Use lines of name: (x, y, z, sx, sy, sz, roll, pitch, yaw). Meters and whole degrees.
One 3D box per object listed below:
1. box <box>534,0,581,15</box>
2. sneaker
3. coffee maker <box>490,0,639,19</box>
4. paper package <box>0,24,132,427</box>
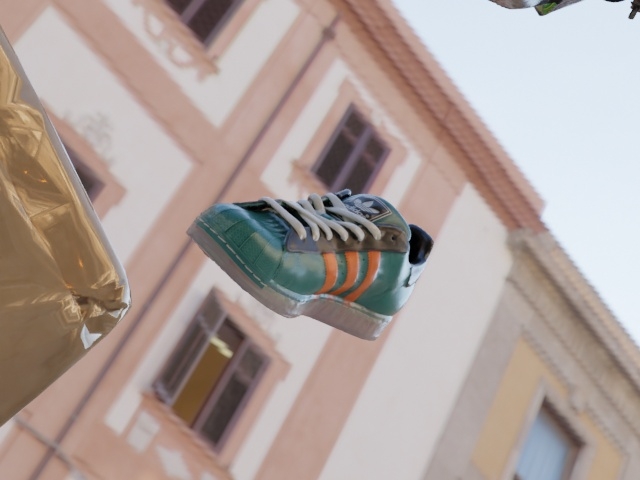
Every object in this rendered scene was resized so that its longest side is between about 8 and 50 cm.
box: (0.193, -0.387, 1.021, 0.177, 0.290, 0.279, -21, -25, -2)
sneaker: (0.000, 0.000, 1.149, 0.108, 0.121, 0.302, 42, 10, 29)
coffee maker: (0.119, -0.205, 0.788, 0.171, 0.178, 0.120, 8, -85, 11)
paper package: (-0.254, -0.054, 0.450, 0.325, 0.168, 0.309, -5, -65, 53)
